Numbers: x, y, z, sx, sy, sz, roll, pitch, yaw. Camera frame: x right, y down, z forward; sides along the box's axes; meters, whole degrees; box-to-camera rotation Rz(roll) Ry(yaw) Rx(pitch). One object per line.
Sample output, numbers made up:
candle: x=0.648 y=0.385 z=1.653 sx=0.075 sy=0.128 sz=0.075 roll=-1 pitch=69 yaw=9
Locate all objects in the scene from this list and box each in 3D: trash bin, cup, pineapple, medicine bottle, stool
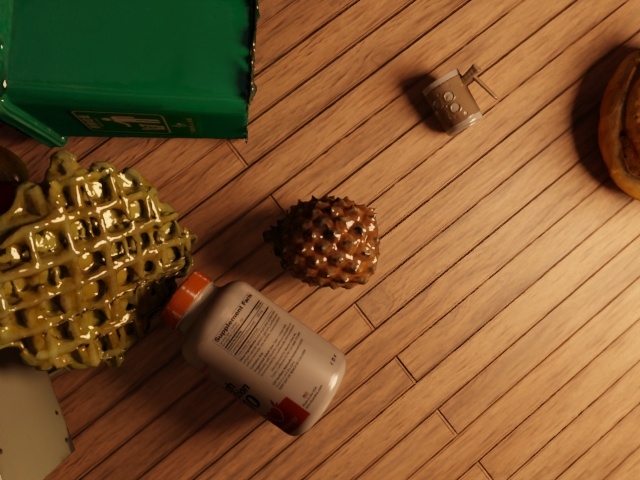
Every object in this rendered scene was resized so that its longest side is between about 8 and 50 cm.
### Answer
trash bin: x=-0.289 y=-0.295 z=0.691 sx=0.380 sy=0.259 sz=0.296 roll=3 pitch=88 yaw=-12
cup: x=0.252 y=-0.254 z=0.812 sx=0.102 sy=0.074 sz=0.099 roll=-30 pitch=93 yaw=15
pineapple: x=0.000 y=0.000 z=0.748 sx=0.192 sy=0.166 sz=0.167 roll=5 pitch=88 yaw=-6
medicine bottle: x=-0.113 y=0.170 z=0.728 sx=0.288 sy=0.157 sz=0.157 roll=36 pitch=85 yaw=-3
stool: x=-0.560 y=0.272 z=0.668 sx=0.243 sy=0.170 sz=0.270 roll=-18 pitch=90 yaw=-1

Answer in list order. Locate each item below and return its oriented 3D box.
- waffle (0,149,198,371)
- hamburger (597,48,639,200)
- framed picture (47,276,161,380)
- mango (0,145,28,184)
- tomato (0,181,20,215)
waffle: x=-0.332 y=0.041 z=0.664 sx=0.297 sy=0.073 sz=0.317 roll=43 pitch=64 yaw=-46
hamburger: x=0.653 y=-0.215 z=0.804 sx=0.289 sy=0.170 sz=0.315 roll=10 pitch=86 yaw=-8
framed picture: x=-0.438 y=0.107 z=0.771 sx=0.273 sy=0.016 sz=0.217 roll=-29 pitch=91 yaw=-5
mango: x=-0.600 y=-0.095 z=0.714 sx=0.267 sy=0.111 sz=0.133 roll=0 pitch=71 yaw=-4
tomato: x=-0.473 y=0.010 z=0.672 sx=0.195 sy=0.195 sz=0.136 roll=-43 pitch=55 yaw=-5
